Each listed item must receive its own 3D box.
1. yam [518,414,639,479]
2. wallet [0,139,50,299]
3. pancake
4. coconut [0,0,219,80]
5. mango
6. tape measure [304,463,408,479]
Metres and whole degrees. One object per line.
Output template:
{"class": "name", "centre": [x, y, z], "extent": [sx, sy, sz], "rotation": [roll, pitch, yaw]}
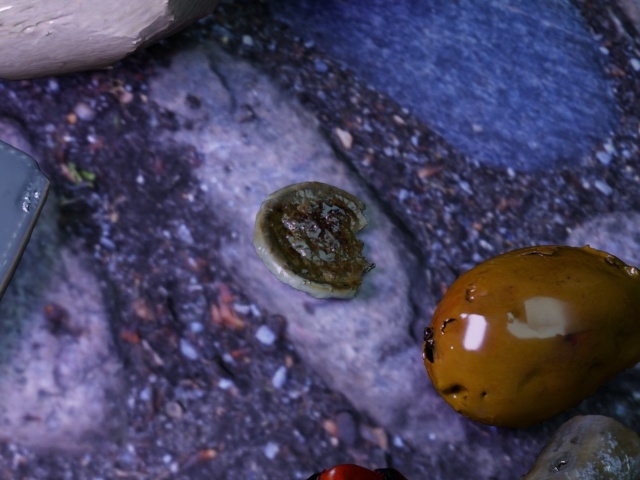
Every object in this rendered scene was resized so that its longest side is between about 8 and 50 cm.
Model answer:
{"class": "yam", "centre": [0.205, 0.248, 1.649], "extent": [0.107, 0.107, 0.194], "rotation": [39, 53, 4]}
{"class": "wallet", "centre": [-0.420, -0.043, 1.587], "extent": [0.360, 0.083, 0.252], "rotation": [26, 58, -6]}
{"class": "pancake", "centre": [-0.006, 0.000, 1.769], "extent": [0.116, 0.022, 0.129], "rotation": [6, 53, -20]}
{"class": "coconut", "centre": [-0.217, -0.316, 1.682], "extent": [0.360, 0.346, 0.346], "rotation": [-8, 57, 13]}
{"class": "mango", "centre": [0.208, 0.084, 1.743], "extent": [0.249, 0.151, 0.156], "rotation": [-12, 96, -35]}
{"class": "tape measure", "centre": [0.060, 0.293, 1.488], "extent": [0.253, 0.114, 0.260], "rotation": [53, 12, 16]}
